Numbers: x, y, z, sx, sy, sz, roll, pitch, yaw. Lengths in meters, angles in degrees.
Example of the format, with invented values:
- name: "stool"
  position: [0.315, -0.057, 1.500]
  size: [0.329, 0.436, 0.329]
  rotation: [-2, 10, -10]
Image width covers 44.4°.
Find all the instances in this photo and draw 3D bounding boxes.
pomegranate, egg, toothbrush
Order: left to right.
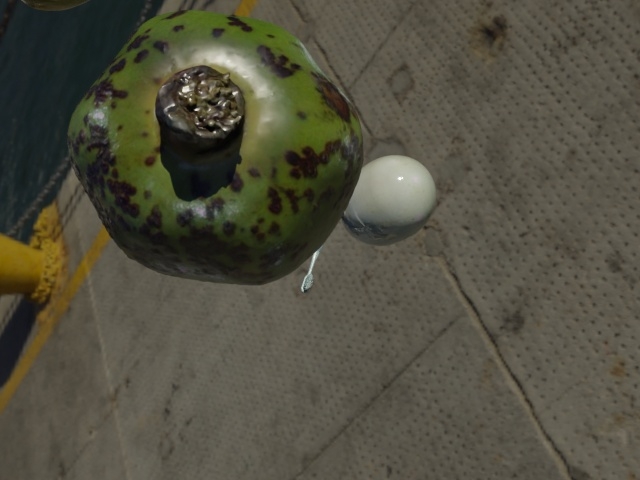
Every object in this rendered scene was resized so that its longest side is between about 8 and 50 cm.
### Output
- name: "pomegranate"
  position: [-0.089, -0.078, 0.676]
  size: [0.270, 0.255, 0.254]
  rotation: [130, 147, -81]
- name: "toothbrush"
  position: [0.000, 0.000, 1.443]
  size: [0.019, 0.016, 0.219]
  rotation: [-44, 24, 56]
- name: "egg"
  position: [0.115, -0.066, 1.392]
  size: [0.209, 0.151, 0.151]
  rotation: [-41, 50, 53]

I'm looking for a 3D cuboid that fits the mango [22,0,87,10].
- name: "mango"
  position: [-0.409, -0.433, 1.276]
  size: [0.195, 0.091, 0.130]
  rotation: [2, 49, 27]
